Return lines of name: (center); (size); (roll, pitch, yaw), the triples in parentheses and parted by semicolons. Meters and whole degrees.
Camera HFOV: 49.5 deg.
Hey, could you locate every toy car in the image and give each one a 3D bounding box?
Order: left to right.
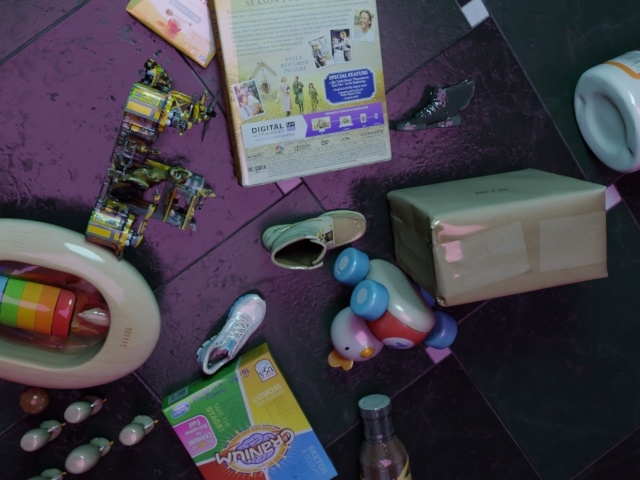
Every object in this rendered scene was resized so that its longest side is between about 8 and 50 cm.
toy car: (0.099, 0.176, 1.371); (0.219, 0.210, 0.238); (25, 111, -30)

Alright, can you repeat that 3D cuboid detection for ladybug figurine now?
ladybug figurine: (-0.505, 0.100, 1.241); (0.450, 0.162, 0.305); (18, 106, -12)

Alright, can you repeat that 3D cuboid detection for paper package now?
paper package: (0.320, -0.020, 1.306); (0.325, 0.309, 0.168); (-10, 105, -8)

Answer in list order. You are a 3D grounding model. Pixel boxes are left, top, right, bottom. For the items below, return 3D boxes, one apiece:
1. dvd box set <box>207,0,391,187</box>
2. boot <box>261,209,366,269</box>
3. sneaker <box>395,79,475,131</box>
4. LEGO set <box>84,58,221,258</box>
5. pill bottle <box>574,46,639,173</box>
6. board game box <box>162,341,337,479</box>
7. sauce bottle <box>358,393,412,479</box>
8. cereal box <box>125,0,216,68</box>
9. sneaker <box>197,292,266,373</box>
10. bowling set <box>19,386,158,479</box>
dvd box set: (-0.036, -0.329, 1.273); (0.308, 0.062, 0.420); (-14, 106, -18)
boot: (0.000, 0.000, 1.324); (0.213, 0.165, 0.077); (-11, 103, -8)
sneaker: (0.226, -0.267, 1.376); (0.170, 0.051, 0.089); (-9, 102, -14)
LEGO set: (-0.262, -0.124, 1.213); (0.192, 0.255, 0.331); (19, 100, -14)
pill bottle: (0.732, -0.306, 1.373); (0.392, 0.224, 0.224); (-23, 104, -5)
board game box: (-0.141, 0.404, 1.429); (0.242, 0.064, 0.316); (-29, 105, -4)
sauce bottle: (0.139, 0.498, 1.476); (0.112, 0.111, 0.344); (-11, 104, -8)
cereal box: (-0.212, -0.460, 1.255); (0.173, 0.047, 0.240); (34, 93, -16)
sneaker: (-0.170, 0.191, 1.374); (0.071, 0.083, 0.190); (37, 91, -13)
bowling set: (-0.477, 0.354, 1.336); (0.287, 0.154, 0.199); (-27, 86, -3)
